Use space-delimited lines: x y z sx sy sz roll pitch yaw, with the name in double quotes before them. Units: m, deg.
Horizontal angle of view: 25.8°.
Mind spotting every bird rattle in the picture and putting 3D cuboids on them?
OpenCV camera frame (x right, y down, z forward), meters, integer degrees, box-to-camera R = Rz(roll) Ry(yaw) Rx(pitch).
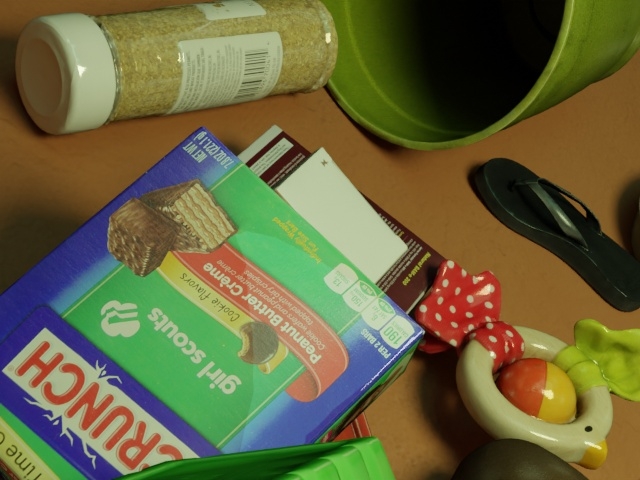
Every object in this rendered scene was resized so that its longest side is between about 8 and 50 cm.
"bird rattle" 0.211 0.129 1.406 0.254 0.143 0.207 27 33 -11

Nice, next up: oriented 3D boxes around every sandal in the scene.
"sandal" 0.299 -0.021 1.675 0.254 0.054 0.097 38 42 3

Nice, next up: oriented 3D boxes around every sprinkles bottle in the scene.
"sprinkles bottle" -0.147 -0.196 1.510 0.355 0.121 0.121 -14 61 -40

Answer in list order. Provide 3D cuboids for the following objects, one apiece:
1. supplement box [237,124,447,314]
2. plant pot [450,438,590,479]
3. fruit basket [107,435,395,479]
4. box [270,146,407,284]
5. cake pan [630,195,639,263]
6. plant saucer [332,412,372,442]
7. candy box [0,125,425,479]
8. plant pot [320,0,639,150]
"supplement box" 0.000 0.000 1.458 0.239 0.073 0.130 39 43 6
"plant pot" 0.183 0.278 1.232 0.215 0.215 0.230 24 18 -11
"fruit basket" -0.025 0.315 0.841 0.283 0.392 0.392 -9 46 12
"box" -0.028 0.017 1.335 0.130 0.170 0.091 49 43 -4
"cake pan" 0.513 0.030 1.762 0.293 0.054 0.293 17 45 -18
"plant saucer" -0.042 0.214 1.259 0.258 0.047 0.259 3 50 -30
"candy box" -0.122 0.106 1.154 0.268 0.122 0.317 43 71 13
"plant pot" 0.228 -0.304 1.705 0.353 0.366 0.366 -11 58 -51
